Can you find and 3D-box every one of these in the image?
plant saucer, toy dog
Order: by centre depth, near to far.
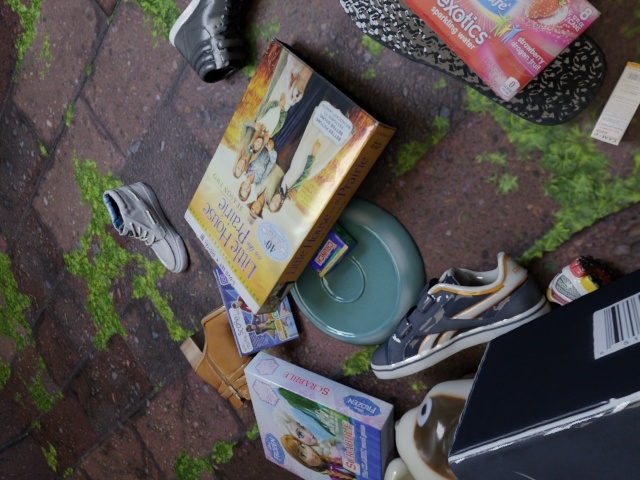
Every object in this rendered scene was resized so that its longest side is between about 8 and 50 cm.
[{"bbox_3d":[0.270,0.432,0.756,0.396,0.285,0.407,-22,90,33],"label":"toy dog"},{"bbox_3d":[0.049,0.071,0.927,0.318,0.044,0.317,10,109,30],"label":"plant saucer"}]

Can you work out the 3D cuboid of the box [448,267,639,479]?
[{"bbox_3d":[0.482,0.253,0.456,0.480,0.297,0.471,-38,85,33],"label":"box"}]

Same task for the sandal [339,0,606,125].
[{"bbox_3d":[0.196,-0.326,0.687,0.446,0.107,0.167,38,121,2],"label":"sandal"}]

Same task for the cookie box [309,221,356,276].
[{"bbox_3d":[0.000,0.000,0.885,0.107,0.040,0.091,46,122,12],"label":"cookie box"}]

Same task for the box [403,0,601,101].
[{"bbox_3d":[0.187,-0.307,0.564,0.257,0.122,0.128,44,120,-2],"label":"box"}]

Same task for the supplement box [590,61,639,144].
[{"bbox_3d":[0.398,-0.180,0.614,0.036,0.062,0.098,26,118,22],"label":"supplement box"}]

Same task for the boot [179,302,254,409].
[{"bbox_3d":[-0.200,0.269,1.111,0.220,0.109,0.283,47,116,6],"label":"boot"}]

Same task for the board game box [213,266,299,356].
[{"bbox_3d":[-0.140,0.137,1.020,0.035,0.136,0.201,-165,59,-77],"label":"board game box"}]

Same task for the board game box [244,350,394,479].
[{"bbox_3d":[0.001,0.420,1.003,0.318,0.066,0.318,13,126,29],"label":"board game box"}]

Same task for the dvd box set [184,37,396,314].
[{"bbox_3d":[-0.088,-0.115,0.873,0.307,0.062,0.420,49,118,29],"label":"dvd box set"}]

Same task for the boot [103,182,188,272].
[{"bbox_3d":[-0.442,-0.020,1.161,0.095,0.123,0.258,-34,85,35],"label":"boot"}]

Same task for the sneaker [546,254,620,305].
[{"bbox_3d":[0.434,0.128,0.684,0.225,0.088,0.092,52,137,14],"label":"sneaker"}]

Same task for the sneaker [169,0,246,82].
[{"bbox_3d":[-0.170,-0.421,0.883,0.296,0.105,0.146,-35,86,41],"label":"sneaker"}]

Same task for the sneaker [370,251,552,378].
[{"bbox_3d":[0.206,0.126,0.795,0.321,0.126,0.127,-31,91,25],"label":"sneaker"}]
